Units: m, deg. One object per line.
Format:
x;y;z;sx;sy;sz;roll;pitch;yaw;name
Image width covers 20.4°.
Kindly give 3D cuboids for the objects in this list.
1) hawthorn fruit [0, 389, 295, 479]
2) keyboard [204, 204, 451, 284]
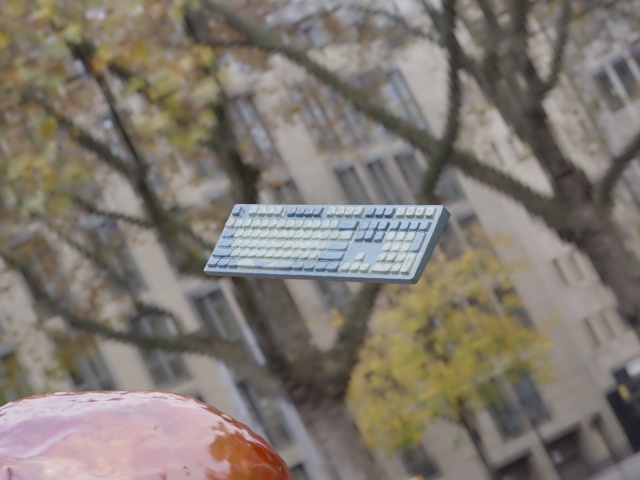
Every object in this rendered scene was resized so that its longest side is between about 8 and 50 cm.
-0.139;0.164;0.860;0.243;0.207;0.207;14;-22;-15;hawthorn fruit
0.001;0.001;1.121;0.176;0.014;0.055;2;56;42;keyboard
